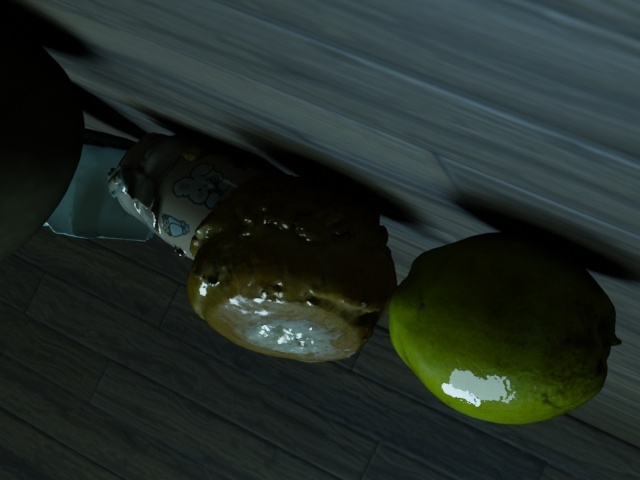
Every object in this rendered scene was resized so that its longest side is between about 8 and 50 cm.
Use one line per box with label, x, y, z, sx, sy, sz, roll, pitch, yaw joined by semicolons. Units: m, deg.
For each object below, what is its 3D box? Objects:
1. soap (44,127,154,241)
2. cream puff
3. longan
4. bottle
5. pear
soap;-0.236;-0.063;1.094;0.145;0.091;0.230;20;-174;16
cream puff;-0.017;0.015;0.840;0.150;0.115;0.165;10;158;-13
longan;-0.281;-0.067;0.785;0.248;0.248;0.248;26;175;2
bottle;-0.106;-0.036;0.947;0.152;0.099;0.099;27;177;31
pear;0.102;0.048;0.664;0.131;0.107;0.107;11;170;24
